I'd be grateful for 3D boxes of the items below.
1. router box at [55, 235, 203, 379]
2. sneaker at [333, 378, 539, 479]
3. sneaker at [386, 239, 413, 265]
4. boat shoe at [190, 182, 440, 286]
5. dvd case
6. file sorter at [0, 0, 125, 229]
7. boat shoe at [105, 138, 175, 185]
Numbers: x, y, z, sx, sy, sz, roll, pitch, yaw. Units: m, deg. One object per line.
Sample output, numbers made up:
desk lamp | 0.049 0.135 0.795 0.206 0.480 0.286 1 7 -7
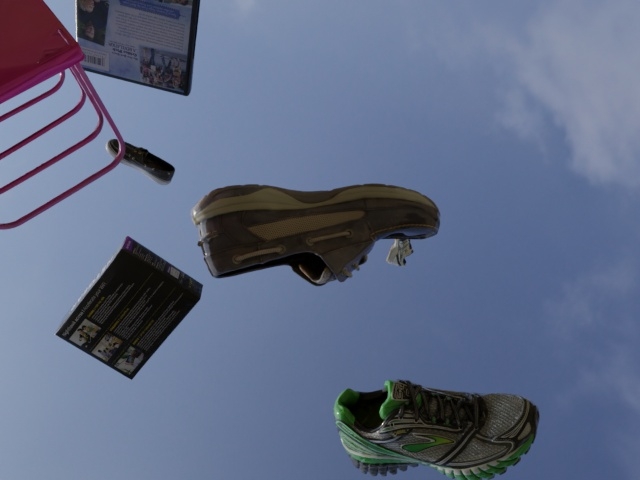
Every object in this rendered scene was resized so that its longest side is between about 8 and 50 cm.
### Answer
router box | -0.275 0.100 1.090 0.133 0.179 0.046 36 -161 -18
sneaker | 0.172 0.290 1.190 0.343 0.146 0.134 -13 -146 26
sneaker | 0.136 0.005 1.223 0.036 0.083 0.032 21 -149 4
boat shoe | 0.000 0.000 1.039 0.355 0.132 0.130 -2 -102 -18
dvd case | -0.267 -0.338 1.101 0.180 0.253 0.022 14 -137 -3
file sorter | -0.398 -0.184 0.921 0.202 0.182 0.291 -33 -127 -13
boat shoe | -0.347 -0.161 1.470 0.142 0.040 0.049 31 -141 -15
